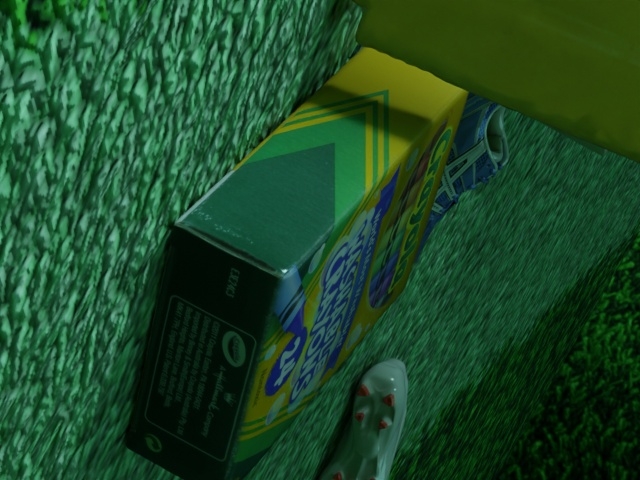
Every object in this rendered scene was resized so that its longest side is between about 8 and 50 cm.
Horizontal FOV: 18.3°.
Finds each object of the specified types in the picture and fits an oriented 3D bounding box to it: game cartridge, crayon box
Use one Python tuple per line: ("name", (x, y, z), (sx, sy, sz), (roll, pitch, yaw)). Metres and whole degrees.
("game cartridge", (0.204, -0.196, 1.219), (0.052, 0.324, 0.285), (-53, 166, -67))
("crayon box", (0.000, 0.000, 1.347), (0.323, 0.083, 0.203), (-48, 160, -47))

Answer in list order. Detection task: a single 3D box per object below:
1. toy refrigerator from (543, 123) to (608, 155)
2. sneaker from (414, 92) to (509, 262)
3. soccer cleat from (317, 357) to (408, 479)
("toy refrigerator", (0.272, -0.202, 1.934), (0.102, 0.094, 0.269), (-54, 162, -19))
("sneaker", (0.101, -0.060, 1.601), (0.080, 0.081, 0.211), (-42, 157, -59))
("soccer cleat", (0.045, 0.205, 1.927), (0.076, 0.068, 0.196), (-40, 151, -64))
